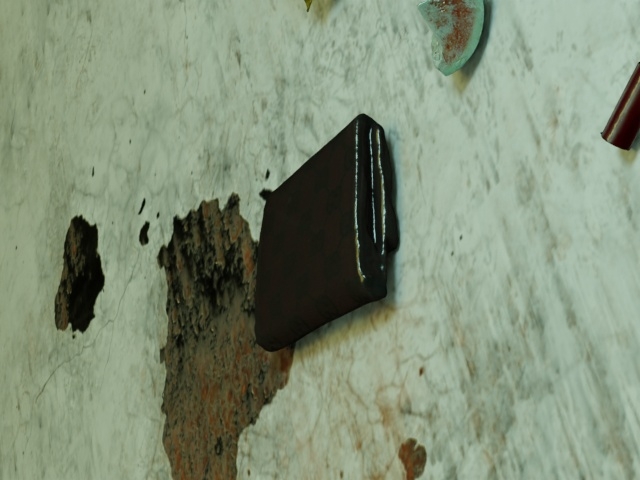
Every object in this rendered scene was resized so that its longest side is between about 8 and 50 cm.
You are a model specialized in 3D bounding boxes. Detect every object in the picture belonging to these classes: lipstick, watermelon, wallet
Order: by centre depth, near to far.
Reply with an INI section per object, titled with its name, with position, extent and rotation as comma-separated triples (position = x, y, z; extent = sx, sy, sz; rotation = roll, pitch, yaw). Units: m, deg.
[lipstick]
position = 0.257, -0.148, 1.370
extent = 0.176, 0.027, 0.027
rotation = -65, 31, 22
[watermelon]
position = 0.107, -0.187, 1.625
extent = 0.085, 0.061, 0.085
rotation = -44, 35, 42
[wallet]
position = 0.000, 0.000, 1.780
extent = 0.229, 0.049, 0.182
rotation = -34, 52, 56

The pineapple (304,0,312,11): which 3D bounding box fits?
[pineapple]
position = -0.011, -0.388, 1.853
extent = 0.164, 0.250, 0.140
rotation = -34, 8, 35
